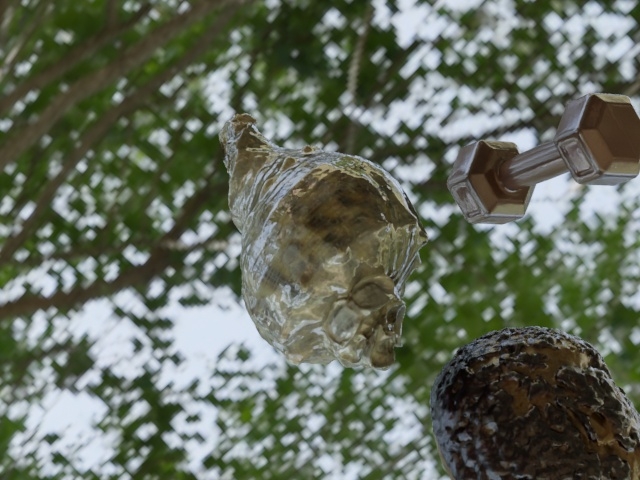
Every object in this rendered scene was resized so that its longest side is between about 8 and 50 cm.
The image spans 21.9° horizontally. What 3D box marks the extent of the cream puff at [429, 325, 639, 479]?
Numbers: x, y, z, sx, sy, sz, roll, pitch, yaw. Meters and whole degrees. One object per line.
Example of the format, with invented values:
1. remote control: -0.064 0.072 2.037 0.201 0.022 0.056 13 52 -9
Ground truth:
1. cream puff: 0.202 0.184 1.454 0.239 0.164 0.239 55 -171 -13

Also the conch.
1. conch: 0.014 -0.005 1.461 0.210 0.159 0.291 28 -143 -52

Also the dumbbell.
1. dumbbell: 0.217 -0.076 1.607 0.082 0.231 0.092 -32 -85 -34
